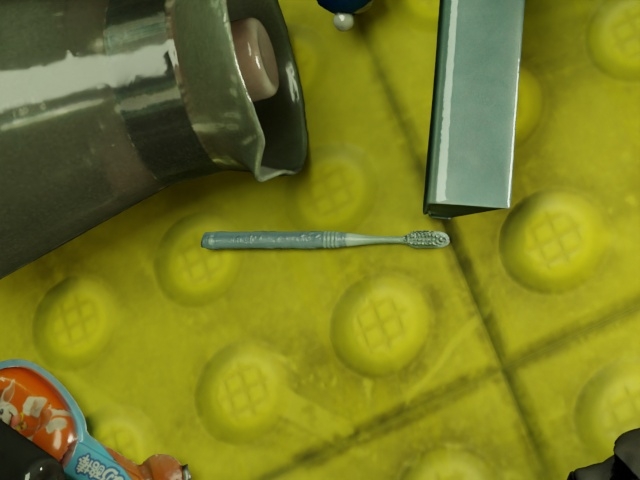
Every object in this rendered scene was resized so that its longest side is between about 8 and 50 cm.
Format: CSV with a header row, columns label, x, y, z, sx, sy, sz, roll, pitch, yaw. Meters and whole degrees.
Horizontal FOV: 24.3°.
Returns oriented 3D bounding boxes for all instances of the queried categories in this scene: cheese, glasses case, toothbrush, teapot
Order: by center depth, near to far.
label,x,y,z,sx,sy,sz,roll,pitch,yaw
glasses case,0.109,-0.154,1.155,0.105,0.056,0.266,170,107,-67
toothbrush,0.000,0.000,1.222,0.219,0.019,0.016,0,87,24
teapot,-0.203,-0.128,1.244,0.344,0.253,0.300,-13,57,12
cheese,-0.218,0.176,1.246,0.256,0.037,0.106,24,85,30

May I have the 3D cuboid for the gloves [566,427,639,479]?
label,x,y,z,sx,sy,sz,roll,pitch,yaw
gloves,0.275,0.139,0.991,0.285,0.142,0.119,-27,91,13

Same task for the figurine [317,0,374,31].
label,x,y,z,sx,sy,sz,roll,pitch,yaw
figurine,0.041,-0.309,1.255,0.164,0.121,0.262,-6,72,18

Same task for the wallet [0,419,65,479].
label,x,y,z,sx,sy,sz,roll,pitch,yaw
wallet,-0.406,0.197,1.289,0.406,0.062,0.228,27,98,30
